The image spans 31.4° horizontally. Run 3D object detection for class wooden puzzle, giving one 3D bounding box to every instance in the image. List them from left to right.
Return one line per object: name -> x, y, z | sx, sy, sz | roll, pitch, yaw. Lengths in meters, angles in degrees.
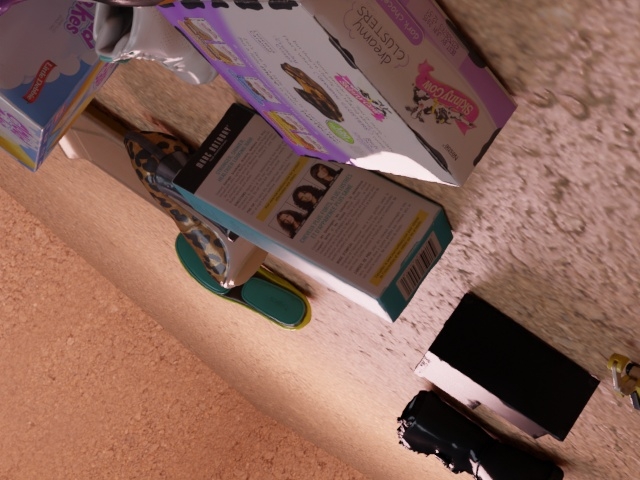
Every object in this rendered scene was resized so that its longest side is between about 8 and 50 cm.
wooden puzzle -> -0.256, -0.109, 1.519 | 0.238, 0.044, 0.221 | 29, 165, 11

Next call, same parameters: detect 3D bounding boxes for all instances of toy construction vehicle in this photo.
toy construction vehicle -> 0.292, 0.135, 0.967 | 0.085, 0.035, 0.098 | 25, 163, 40

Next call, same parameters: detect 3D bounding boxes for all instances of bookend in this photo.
bookend -> 0.185, 0.140, 1.172 | 0.157, 0.072, 0.156 | 34, 167, 8

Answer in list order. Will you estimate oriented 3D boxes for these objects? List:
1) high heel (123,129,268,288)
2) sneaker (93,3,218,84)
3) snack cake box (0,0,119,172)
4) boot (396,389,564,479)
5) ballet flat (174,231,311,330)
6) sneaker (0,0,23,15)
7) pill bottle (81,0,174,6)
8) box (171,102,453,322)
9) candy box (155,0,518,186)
high heel -> -0.152, -0.040, 1.404 | 0.186, 0.093, 0.261 | 41, 166, 14
sneaker -> -0.135, -0.167, 0.887 | 0.080, 0.094, 0.212 | 31, 166, 16
snack cake box -> -0.254, -0.165, 1.069 | 0.089, 0.152, 0.264 | 38, 167, -9
boot -> 0.211, 0.297, 1.594 | 0.207, 0.094, 0.246 | 33, 173, -3
ballet flat -> -0.111, 0.059, 1.660 | 0.231, 0.077, 0.077 | 32, -177, 11
sneaker -> -0.240, -0.202, 0.835 | 0.095, 0.105, 0.236 | -27, 158, 38
pill bottle -> -0.070, -0.191, 0.494 | 0.162, 0.162, 0.278 | 41, 166, -19
box -> -0.010, -0.028, 1.029 | 0.244, 0.101, 0.060 | 29, 166, 29
candy box -> 0.005, -0.122, 0.738 | 0.165, 0.070, 0.196 | 45, 165, -32
